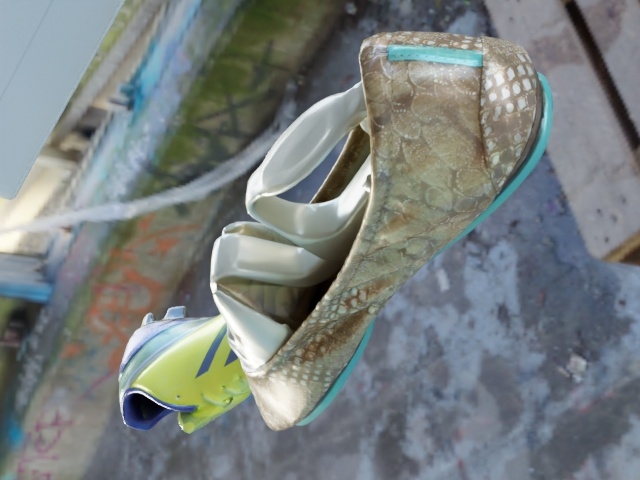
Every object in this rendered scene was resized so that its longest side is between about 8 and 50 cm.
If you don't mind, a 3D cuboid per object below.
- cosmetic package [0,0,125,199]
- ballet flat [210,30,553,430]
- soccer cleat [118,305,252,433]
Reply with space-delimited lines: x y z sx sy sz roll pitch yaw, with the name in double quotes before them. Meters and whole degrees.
"cosmetic package" -0.163 -0.154 0.350 0.224 0.224 0.138 -51 41 34
"ballet flat" 0.000 0.000 0.388 0.206 0.067 0.073 123 156 -44
"soccer cleat" -0.076 0.109 0.971 0.289 0.093 0.121 -18 53 45
